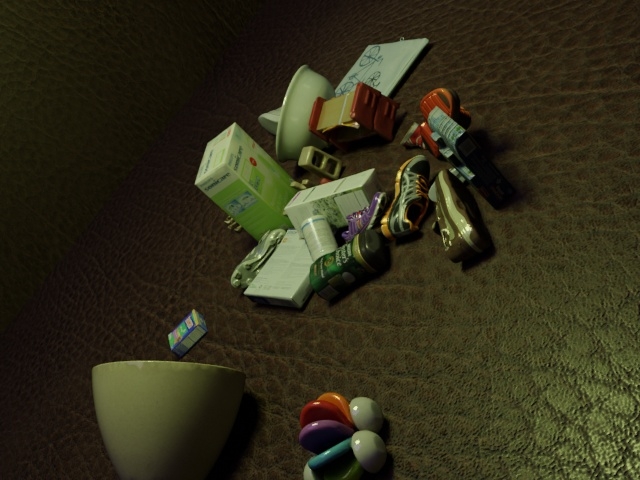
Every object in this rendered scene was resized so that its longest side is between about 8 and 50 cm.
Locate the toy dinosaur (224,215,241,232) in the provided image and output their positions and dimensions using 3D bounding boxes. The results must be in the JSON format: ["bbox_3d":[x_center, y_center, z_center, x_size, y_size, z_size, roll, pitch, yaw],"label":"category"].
[{"bbox_3d":[-0.248,-0.077,2.368,0.092,0.053,0.183,-54,28,-15],"label":"toy dinosaur"}]

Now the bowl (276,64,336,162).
[{"bbox_3d":[-0.019,-0.358,2.261,0.134,0.298,0.298,16,57,11],"label":"bowl"}]

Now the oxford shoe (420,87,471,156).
[{"bbox_3d":[0.287,-0.282,1.720,0.098,0.097,0.271,-32,-12,-6],"label":"oxford shoe"}]

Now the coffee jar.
[{"bbox_3d":[0.065,0.053,1.732,0.184,0.079,0.096,-33,32,24],"label":"coffee jar"}]

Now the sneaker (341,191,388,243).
[{"bbox_3d":[0.097,-0.049,1.760,0.068,0.071,0.170,-41,-13,-53],"label":"sneaker"}]

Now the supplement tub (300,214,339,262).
[{"bbox_3d":[0.000,0.000,1.822,0.071,0.071,0.107,-33,62,26],"label":"supplement tub"}]

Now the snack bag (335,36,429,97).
[{"bbox_3d":[0.162,-0.492,2.352,0.323,0.037,0.342,-54,28,-12],"label":"snack bag"}]

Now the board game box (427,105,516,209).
[{"bbox_3d":[0.291,-0.181,1.583,0.060,0.194,0.194,-43,31,8],"label":"board game box"}]

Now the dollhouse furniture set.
[{"bbox_3d":[0.058,-0.219,2.068,0.201,0.152,0.374,-4,67,52],"label":"dollhouse furniture set"}]

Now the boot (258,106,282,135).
[{"bbox_3d":[-0.099,-0.423,2.586,0.258,0.095,0.123,16,60,50],"label":"boot"}]

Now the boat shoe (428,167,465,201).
[{"bbox_3d":[0.299,-0.138,1.696,0.142,0.049,0.040,-42,-2,12],"label":"boat shoe"}]

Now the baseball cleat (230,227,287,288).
[{"bbox_3d":[-0.166,0.050,2.092,0.206,0.072,0.109,-43,14,-2],"label":"baseball cleat"}]

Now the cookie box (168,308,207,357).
[{"bbox_3d":[-0.367,0.256,2.115,0.107,0.040,0.092,-44,27,4],"label":"cookie box"}]

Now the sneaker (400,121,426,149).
[{"bbox_3d":[0.245,-0.251,1.928,0.042,0.067,0.118,-57,-1,-14],"label":"sneaker"}]

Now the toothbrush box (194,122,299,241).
[{"bbox_3d":[-0.198,-0.155,2.153,0.122,0.283,0.206,-32,31,28],"label":"toothbrush box"}]

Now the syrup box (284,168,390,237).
[{"bbox_3d":[0.038,-0.089,1.881,0.237,0.093,0.096,-14,25,34],"label":"syrup box"}]

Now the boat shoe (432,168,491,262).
[{"bbox_3d":[0.265,-0.052,1.577,0.095,0.095,0.257,-42,28,23],"label":"boat shoe"}]

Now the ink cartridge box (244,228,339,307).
[{"bbox_3d":[-0.065,0.066,1.931,0.223,0.045,0.224,1,51,54],"label":"ink cartridge box"}]

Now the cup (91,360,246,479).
[{"bbox_3d":[-0.331,0.400,1.638,0.331,0.331,0.236,-17,64,44],"label":"cup"}]

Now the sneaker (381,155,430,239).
[{"bbox_3d":[0.212,-0.096,1.727,0.083,0.084,0.214,-5,59,51],"label":"sneaker"}]

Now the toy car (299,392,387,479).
[{"bbox_3d":[0.022,0.348,1.348,0.159,0.136,0.182,-34,30,23],"label":"toy car"}]
